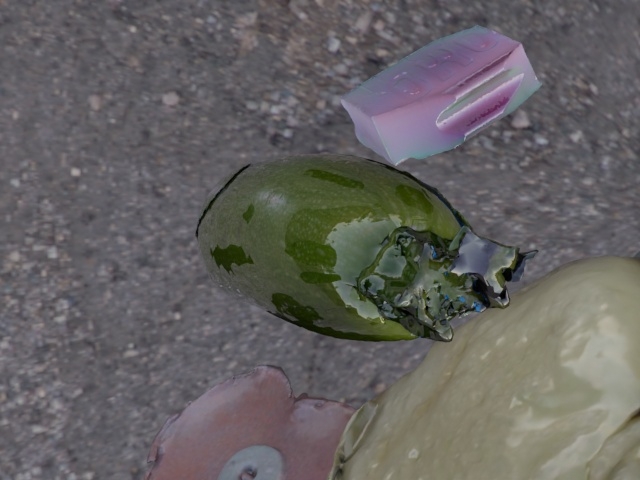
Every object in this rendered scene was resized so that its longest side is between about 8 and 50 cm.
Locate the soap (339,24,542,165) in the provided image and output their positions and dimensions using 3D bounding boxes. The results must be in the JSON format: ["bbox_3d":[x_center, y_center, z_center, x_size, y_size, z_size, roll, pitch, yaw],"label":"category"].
[{"bbox_3d":[0.105,-0.125,0.980,0.149,0.100,0.056,-32,123,-9],"label":"soap"}]

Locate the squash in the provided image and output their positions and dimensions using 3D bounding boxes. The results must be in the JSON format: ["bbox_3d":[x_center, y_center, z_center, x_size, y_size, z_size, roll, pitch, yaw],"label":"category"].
[{"bbox_3d":[-0.001,0.001,0.537,0.087,0.331,0.087,-1,95,-18],"label":"squash"}]

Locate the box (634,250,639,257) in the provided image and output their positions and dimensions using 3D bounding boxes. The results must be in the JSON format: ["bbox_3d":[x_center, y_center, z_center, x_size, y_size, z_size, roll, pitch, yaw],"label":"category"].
[{"bbox_3d":[0.542,0.059,1.538,0.135,0.243,0.163,-43,41,45],"label":"box"}]

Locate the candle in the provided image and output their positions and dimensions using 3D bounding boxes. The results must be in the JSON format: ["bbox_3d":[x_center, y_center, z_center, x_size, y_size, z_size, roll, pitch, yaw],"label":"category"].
[{"bbox_3d":[-0.067,0.290,1.236,0.317,0.287,0.131,8,136,49],"label":"candle"}]

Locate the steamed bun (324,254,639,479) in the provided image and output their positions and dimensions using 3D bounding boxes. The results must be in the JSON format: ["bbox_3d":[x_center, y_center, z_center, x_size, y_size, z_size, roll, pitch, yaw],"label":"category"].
[{"bbox_3d":[0.149,0.200,0.694,0.230,0.372,0.325,39,124,-22],"label":"steamed bun"}]
